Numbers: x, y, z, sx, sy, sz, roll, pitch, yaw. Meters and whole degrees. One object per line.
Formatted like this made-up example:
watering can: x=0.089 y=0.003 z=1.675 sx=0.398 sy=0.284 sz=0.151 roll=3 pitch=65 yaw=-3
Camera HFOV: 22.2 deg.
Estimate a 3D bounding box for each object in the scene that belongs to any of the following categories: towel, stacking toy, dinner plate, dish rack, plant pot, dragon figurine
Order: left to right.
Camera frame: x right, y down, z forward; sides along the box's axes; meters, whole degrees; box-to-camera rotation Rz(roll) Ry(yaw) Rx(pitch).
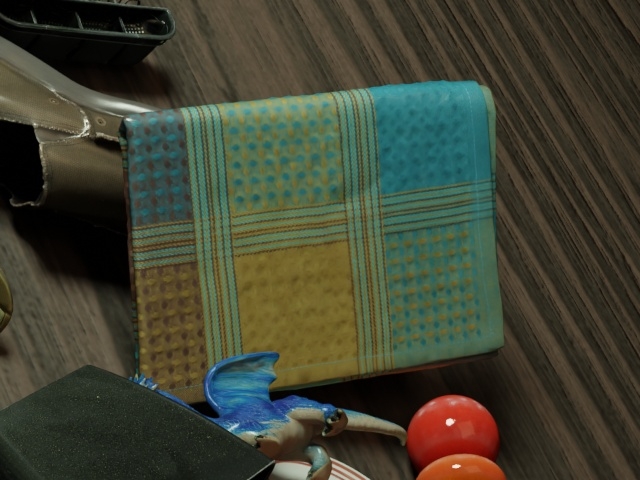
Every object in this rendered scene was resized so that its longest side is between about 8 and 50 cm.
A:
dish rack: x=-0.285 y=-0.294 z=1.654 sx=0.208 sy=0.074 sz=0.271 roll=1 pitch=55 yaw=-40
plant pot: x=-0.179 y=0.208 z=1.230 sx=0.167 sy=0.187 sz=0.188 roll=40 pitch=38 yaw=17
dragon figurine: x=-0.056 y=0.152 z=1.401 sx=0.289 sy=0.085 sz=0.144 roll=-13 pitch=35 yaw=-39
towel: x=0.000 y=0.000 z=1.480 sx=0.370 sy=0.040 sz=0.271 roll=-8 pitch=101 yaw=-26
dinner plate: x=0.001 y=0.222 z=1.445 sx=0.141 sy=0.017 sz=0.141 roll=23 pitch=14 yaw=-6
stacking toy: x=0.132 y=0.274 z=1.467 sx=0.141 sy=0.141 sz=0.330 roll=21 pitch=40 yaw=-25

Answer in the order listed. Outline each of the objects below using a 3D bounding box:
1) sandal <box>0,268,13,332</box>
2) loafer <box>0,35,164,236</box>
sandal: x=-0.327 y=0.008 z=1.369 sx=0.180 sy=0.072 sz=0.049 roll=38 pitch=18 yaw=0
loafer: x=-0.224 y=-0.060 z=1.471 sx=0.366 sy=0.134 sz=0.130 roll=24 pitch=46 yaw=-7
